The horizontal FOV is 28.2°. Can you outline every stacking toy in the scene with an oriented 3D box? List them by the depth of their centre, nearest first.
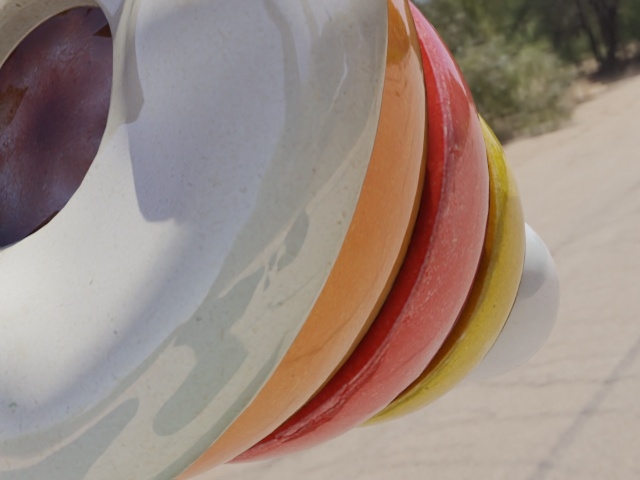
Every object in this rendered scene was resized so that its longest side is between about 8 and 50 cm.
[{"bbox_3d":[0.000,0.000,0.688,0.350,0.351,0.480,-12,-22,36],"label":"stacking toy"}]
